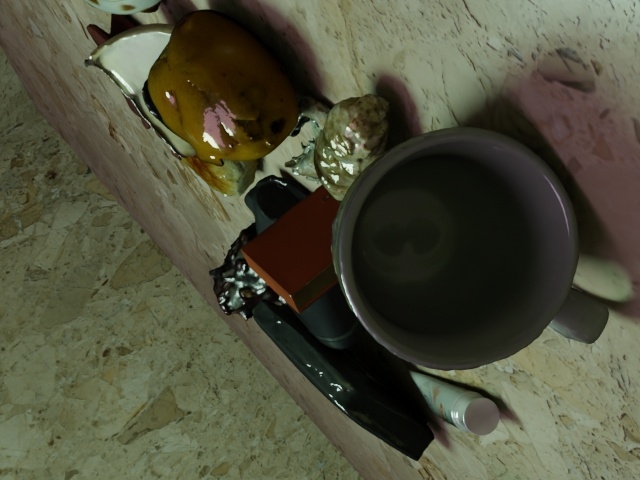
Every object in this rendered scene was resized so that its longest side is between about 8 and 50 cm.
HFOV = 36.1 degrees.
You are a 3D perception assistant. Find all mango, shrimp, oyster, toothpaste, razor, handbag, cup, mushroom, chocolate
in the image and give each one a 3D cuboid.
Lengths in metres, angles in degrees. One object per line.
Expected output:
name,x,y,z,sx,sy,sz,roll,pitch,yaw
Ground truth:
mango,-0.140,-0.212,1.362,0.287,0.153,0.201,42,152,42
shrimp,-0.013,-0.140,1.384,0.126,0.047,0.223,62,158,-8
oyster,0.057,-0.053,1.219,0.166,0.094,0.294,-126,17,-62
toothpaste,0.217,0.274,1.664,0.100,0.066,0.323,57,170,-4
razor,-0.026,0.047,1.744,0.204,0.113,0.349,44,164,38
handbag,-0.326,-0.291,1.907,0.260,0.084,0.275,41,163,35
cup,0.151,0.015,1.026,0.301,0.227,0.257,27,-178,-7
handbag,0.000,0.000,1.392,0.127,0.190,0.062,39,163,38
mushroom,-0.226,-0.276,1.597,0.236,0.162,0.173,48,-157,-21
chocolate,-0.144,0.096,2.103,0.224,0.177,0.206,47,165,23

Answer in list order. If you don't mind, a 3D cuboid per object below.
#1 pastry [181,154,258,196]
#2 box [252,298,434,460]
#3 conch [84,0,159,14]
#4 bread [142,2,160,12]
pastry,-0.194,-0.169,1.769,0.192,0.093,0.182,43,163,7
box,0.046,0.274,1.959,0.359,0.091,0.350,38,177,42
conch,-0.275,-0.405,1.349,0.275,0.149,0.182,49,125,40
bread,-0.326,-0.440,1.568,0.114,0.077,0.189,23,146,54
